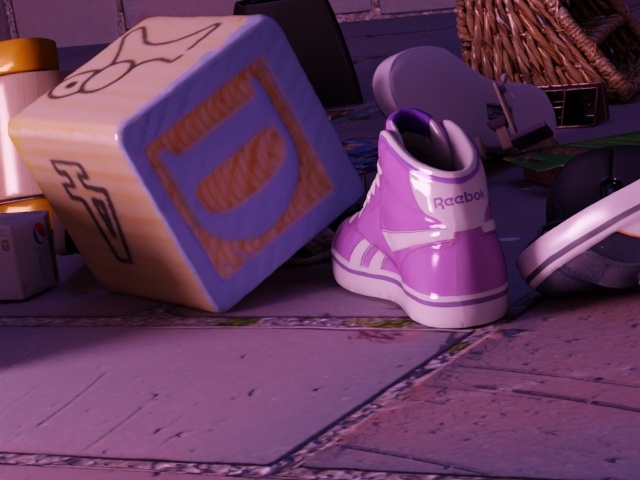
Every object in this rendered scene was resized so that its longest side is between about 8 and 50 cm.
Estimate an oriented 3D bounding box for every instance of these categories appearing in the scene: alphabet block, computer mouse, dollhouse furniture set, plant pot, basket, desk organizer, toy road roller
[{"bbox_3d":[-0.118,-0.072,1.648,0.192,0.193,0.197,-39,26,-26],"label":"alphabet block"},{"bbox_3d":[0.265,-0.038,1.645,0.189,0.072,0.272,-7,11,8],"label":"computer mouse"},{"bbox_3d":[0.200,-0.122,2.018,0.091,0.081,0.114,-25,-23,14],"label":"dollhouse furniture set"},{"bbox_3d":[-0.049,-0.280,2.814,0.187,0.167,0.188,-8,10,-4],"label":"plant pot"},{"bbox_3d":[0.324,-0.303,2.542,0.223,0.213,0.299,-4,12,21],"label":"basket"},{"bbox_3d":[0.280,-0.161,2.303,0.130,0.047,0.050,-2,15,29],"label":"desk organizer"},{"bbox_3d":[-0.419,-0.091,1.948,0.330,0.202,0.240,-8,-2,14],"label":"toy road roller"}]

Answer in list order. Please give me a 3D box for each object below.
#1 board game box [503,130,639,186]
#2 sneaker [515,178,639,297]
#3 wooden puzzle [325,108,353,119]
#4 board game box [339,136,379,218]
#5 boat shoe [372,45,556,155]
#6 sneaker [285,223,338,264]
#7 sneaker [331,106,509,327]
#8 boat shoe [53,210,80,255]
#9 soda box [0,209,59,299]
[{"bbox_3d":[0.327,-0.090,1.947,0.259,0.039,0.124,-8,10,-12],"label":"board game box"},{"bbox_3d":[0.295,-0.007,1.391,0.321,0.127,0.126,-30,-8,32],"label":"sneaker"},{"bbox_3d":[0.004,-0.175,2.658,0.083,0.006,0.049,-2,13,27],"label":"wooden puzzle"},{"bbox_3d":[0.018,-0.054,1.925,0.194,0.060,0.194,-17,14,-32],"label":"board game box"},{"bbox_3d":[0.136,-0.140,2.056,0.102,0.108,0.301,-10,-8,38],"label":"boat shoe"},{"bbox_3d":[0.000,0.000,1.730,0.083,0.037,0.032,-9,13,2],"label":"sneaker"},{"bbox_3d":[0.076,-0.033,1.537,0.102,0.161,0.282,-14,11,-18],"label":"sneaker"},{"bbox_3d":[-0.186,-0.047,1.878,0.113,0.127,0.340,6,3,4],"label":"boat shoe"},{"bbox_3d":[-0.358,0.018,1.799,0.216,0.073,0.069,-3,12,27],"label":"soda box"}]
